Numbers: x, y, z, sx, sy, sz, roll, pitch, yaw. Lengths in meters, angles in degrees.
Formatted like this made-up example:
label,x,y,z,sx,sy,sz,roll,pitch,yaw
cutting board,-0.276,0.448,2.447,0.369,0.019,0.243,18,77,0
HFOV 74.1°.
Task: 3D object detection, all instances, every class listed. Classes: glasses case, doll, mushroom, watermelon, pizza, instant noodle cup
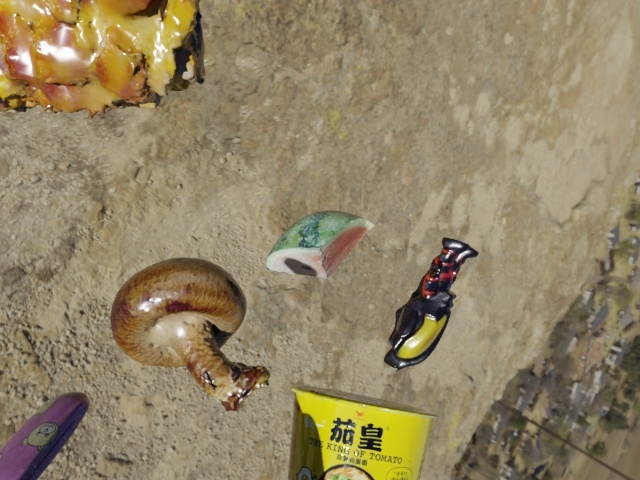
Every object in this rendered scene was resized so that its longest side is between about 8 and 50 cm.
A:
label,x,y,z,sx,sy,sz,roll,pitch,yaw
glasses case,-0.681,0.491,1.007,0.316,0.124,0.075,-71,150,-60
doll,0.181,0.113,0.709,0.127,0.088,0.248,25,98,-32
mushroom,-0.339,0.235,1.043,0.335,0.331,0.355,20,56,-39
watermelon,0.000,0.000,1.135,0.176,0.256,0.260,44,71,-21
pizza,-0.246,-0.250,0.427,0.277,0.409,0.114,52,28,-11
instant noodle cup,0.071,0.463,0.897,0.326,0.326,0.253,24,69,-40
